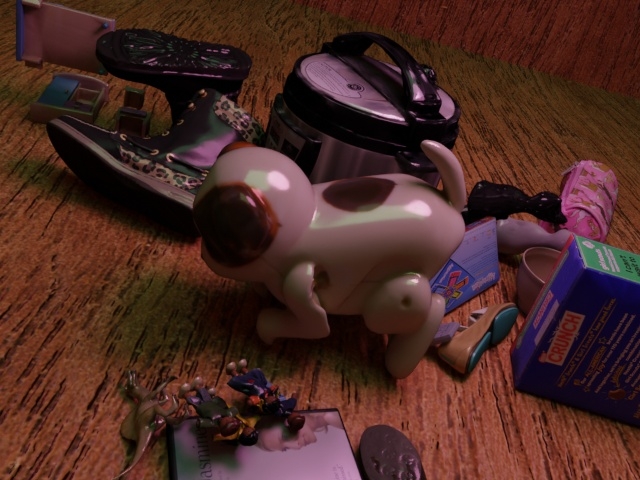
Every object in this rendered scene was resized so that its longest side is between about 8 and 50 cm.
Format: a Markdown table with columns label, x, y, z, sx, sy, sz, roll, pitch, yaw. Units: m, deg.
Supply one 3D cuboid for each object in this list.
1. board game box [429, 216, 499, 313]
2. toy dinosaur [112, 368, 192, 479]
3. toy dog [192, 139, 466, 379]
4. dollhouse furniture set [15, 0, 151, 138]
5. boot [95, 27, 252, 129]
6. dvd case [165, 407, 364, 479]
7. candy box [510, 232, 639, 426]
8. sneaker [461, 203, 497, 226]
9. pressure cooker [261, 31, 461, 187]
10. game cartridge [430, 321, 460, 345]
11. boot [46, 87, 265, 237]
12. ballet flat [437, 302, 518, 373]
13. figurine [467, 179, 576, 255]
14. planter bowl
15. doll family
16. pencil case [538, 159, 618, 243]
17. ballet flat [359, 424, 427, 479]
| label | x | y | z | sx | sy | sz | roll | pitch | yaw |
| --- | --- | --- | --- | --- | --- | --- | --- | --- | --- |
| board game box | 0.279 | 0.053 | 1.207 | 0.027 | 0.145 | 0.281 | 4 | 17 | 44 |
| toy dinosaur | -0.220 | 0.234 | 0.782 | 0.092 | 0.053 | 0.183 | -26 | 33 | 0 |
| toy dog | 0.000 | 0.000 | 0.944 | 0.407 | 0.395 | 0.285 | 16 | 41 | -17 |
| dollhouse furniture set | -0.526 | -0.431 | 1.396 | 0.286 | 0.303 | 0.198 | 9 | 35 | -13 |
| boot | -0.335 | -0.316 | 1.355 | 0.347 | 0.260 | 0.131 | 2 | 47 | -27 |
| dvd case | -0.069 | 0.302 | 0.787 | 0.253 | 0.022 | 0.180 | 3 | 36 | -21 |
| candy box | 0.529 | 0.169 | 1.030 | 0.317 | 0.268 | 0.122 | 17 | 30 | 0 |
| sneaker | 0.350 | -0.028 | 1.406 | 0.097 | 0.084 | 0.234 | 36 | 38 | 23 |
| pressure cooker | 0.081 | -0.204 | 1.234 | 0.369 | 0.421 | 0.375 | 23 | 34 | 8 |
| game cartridge | 0.202 | 0.168 | 1.068 | 0.056 | 0.083 | 0.017 | -30 | 100 | -51 |
| boot | -0.320 | -0.199 | 1.219 | 0.377 | 0.138 | 0.284 | 28 | 57 | 9 |
| ballet flat | 0.292 | 0.164 | 1.110 | 0.073 | 0.080 | 0.232 | 22 | 29 | 32 |
| figurine | 0.458 | -0.035 | 1.310 | 0.209 | 0.215 | 0.092 | 12 | 62 | 49 |
| planter bowl | 0.475 | 0.104 | 1.246 | 0.162 | 0.109 | 0.162 | 13 | 33 | -8 |
| doll family | -0.095 | 0.224 | 0.805 | 0.111 | 0.076 | 0.193 | 31 | 31 | 31 |
| pencil case | 0.682 | -0.082 | 1.570 | 0.167 | 0.160 | 0.386 | 28 | 35 | 15 |
| ballet flat | 0.123 | 0.349 | 0.786 | 0.084 | 0.058 | 0.250 | -20 | 39 | -16 |
